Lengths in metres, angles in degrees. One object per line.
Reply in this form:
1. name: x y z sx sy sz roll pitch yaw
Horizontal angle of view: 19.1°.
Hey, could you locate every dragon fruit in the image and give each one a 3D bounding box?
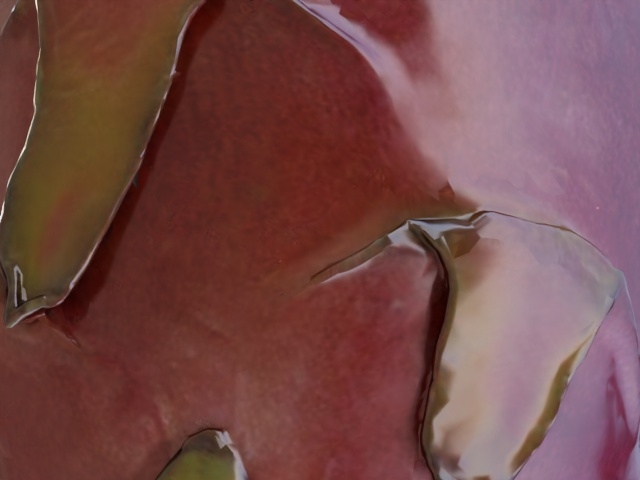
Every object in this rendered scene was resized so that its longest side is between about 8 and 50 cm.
1. dragon fruit: 0.000 -0.003 0.531 0.250 0.250 0.315 -43 -158 34
